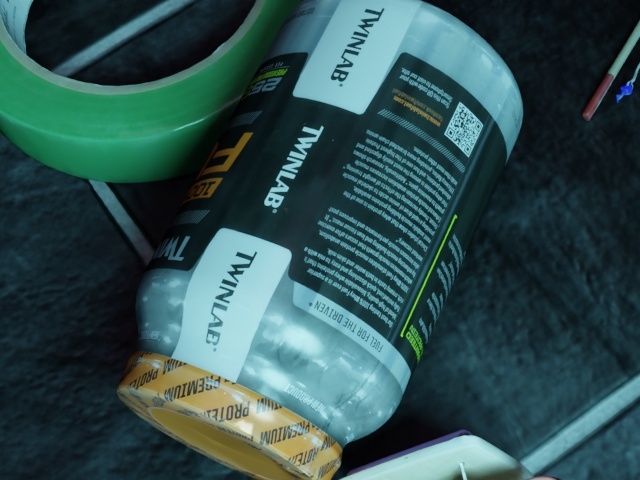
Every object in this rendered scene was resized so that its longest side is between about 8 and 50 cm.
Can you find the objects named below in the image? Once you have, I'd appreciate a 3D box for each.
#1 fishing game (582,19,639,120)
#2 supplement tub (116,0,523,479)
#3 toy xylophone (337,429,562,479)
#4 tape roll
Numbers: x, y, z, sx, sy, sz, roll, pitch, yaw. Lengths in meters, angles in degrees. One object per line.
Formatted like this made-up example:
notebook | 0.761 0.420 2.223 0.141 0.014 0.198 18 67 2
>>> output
fishing game | 0.346 -0.118 0.860 0.264 0.041 0.189 18 68 38
supplement tub | 0.000 0.000 0.782 0.193 0.193 0.316 21 68 14
toy xylophone | 0.117 0.266 0.664 0.236 0.081 0.322 -34 56 28
tape roll | -0.153 -0.206 0.954 0.321 0.077 0.321 -2 66 4
